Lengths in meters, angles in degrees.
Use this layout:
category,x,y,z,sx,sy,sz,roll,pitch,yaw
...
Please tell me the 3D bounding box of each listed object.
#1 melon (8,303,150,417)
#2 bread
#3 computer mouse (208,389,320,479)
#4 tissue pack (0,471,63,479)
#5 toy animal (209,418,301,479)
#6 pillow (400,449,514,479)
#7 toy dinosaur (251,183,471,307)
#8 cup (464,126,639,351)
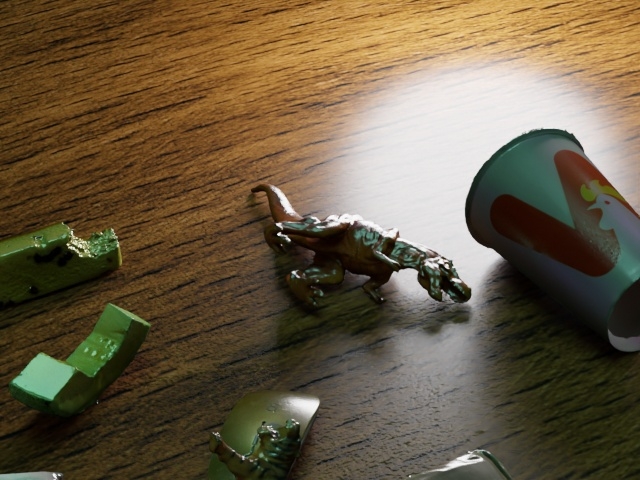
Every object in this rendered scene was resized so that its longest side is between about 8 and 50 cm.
category,x,y,z,sx,sy,sz,roll,pitch,yaw
melon,-0.290,0.152,2.207,0.064,0.118,0.209,30,56,22
bread,-0.380,0.030,2.426,0.226,0.088,0.049,-20,34,-21
computer mouse,-0.066,0.234,2.118,0.102,0.045,0.199,5,33,18
tissue pack,-0.392,0.342,1.843,0.271,0.201,0.124,-4,40,0
toy animal,-0.064,0.324,1.953,0.116,0.114,0.255,5,46,-22
pillow,0.124,0.301,2.008,0.211,0.034,0.135,-17,39,-17
toy dinosaur,0.000,0.000,2.427,0.432,0.097,0.208,27,30,34
cup,0.345,0.006,2.318,0.203,0.203,0.288,-18,43,-21
